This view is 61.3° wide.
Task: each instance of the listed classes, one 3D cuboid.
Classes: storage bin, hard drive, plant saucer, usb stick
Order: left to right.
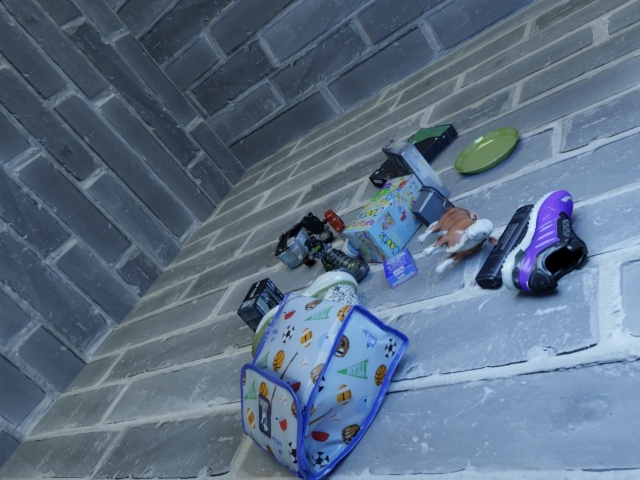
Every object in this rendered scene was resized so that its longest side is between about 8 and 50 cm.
[{"bbox_3d":[0.380,-0.345,2.231,0.339,0.064,0.237,-45,22,-13],"label":"hard drive"},{"bbox_3d":[0.354,-0.093,1.684,0.091,0.135,0.098,-55,23,-8],"label":"storage bin"},{"bbox_3d":[0.574,-0.301,1.854,0.241,0.037,0.241,-33,21,15],"label":"plant saucer"},{"bbox_3d":[0.478,0.012,1.369,0.278,0.045,0.077,-51,15,-27],"label":"usb stick"}]

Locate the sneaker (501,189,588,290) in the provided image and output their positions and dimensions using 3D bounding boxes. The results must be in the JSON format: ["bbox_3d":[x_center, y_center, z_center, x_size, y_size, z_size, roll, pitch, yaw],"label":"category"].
[{"bbox_3d":[0.540,0.003,1.222,0.146,0.102,0.293,1,49,54],"label":"sneaker"}]

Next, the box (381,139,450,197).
[{"bbox_3d":[0.328,-0.241,1.871,0.056,0.231,0.183,-44,20,-2],"label":"box"}]

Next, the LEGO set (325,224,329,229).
[{"bbox_3d":[0.030,-0.057,2.300,0.083,0.023,0.054,-30,21,-13],"label":"LEGO set"}]

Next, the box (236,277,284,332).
[{"bbox_3d":[-0.171,0.241,1.796,0.077,0.180,0.147,-23,27,33],"label":"box"}]

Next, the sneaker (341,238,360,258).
[{"bbox_3d":[0.144,-0.016,1.926,0.228,0.087,0.092,-44,-4,-39],"label":"sneaker"}]

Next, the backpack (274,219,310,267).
[{"bbox_3d":[-0.111,0.023,2.236,0.152,0.115,0.182,-39,18,35],"label":"backpack"}]

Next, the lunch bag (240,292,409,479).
[{"bbox_3d":[-0.027,0.339,1.305,0.328,0.239,0.385,1,61,59],"label":"lunch bag"}]

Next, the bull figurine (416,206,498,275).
[{"bbox_3d":[0.371,-0.010,1.484,0.188,0.101,0.310,-36,8,12],"label":"bull figurine"}]

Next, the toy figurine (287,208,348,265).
[{"bbox_3d":[0.000,0.000,2.071,0.213,0.148,0.209,-6,44,52],"label":"toy figurine"}]

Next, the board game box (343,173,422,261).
[{"bbox_3d":[0.232,-0.073,1.811,0.275,0.144,0.142,-48,22,-25],"label":"board game box"}]

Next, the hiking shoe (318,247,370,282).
[{"bbox_3d":[0.070,0.083,1.807,0.086,0.114,0.227,-50,23,-24],"label":"hiking shoe"}]

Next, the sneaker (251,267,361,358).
[{"bbox_3d":[-0.039,0.262,1.619,0.410,0.158,0.182,-41,38,9],"label":"sneaker"}]

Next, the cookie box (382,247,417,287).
[{"bbox_3d":[0.239,0.082,1.630,0.092,0.040,0.107,-33,21,16],"label":"cookie box"}]
